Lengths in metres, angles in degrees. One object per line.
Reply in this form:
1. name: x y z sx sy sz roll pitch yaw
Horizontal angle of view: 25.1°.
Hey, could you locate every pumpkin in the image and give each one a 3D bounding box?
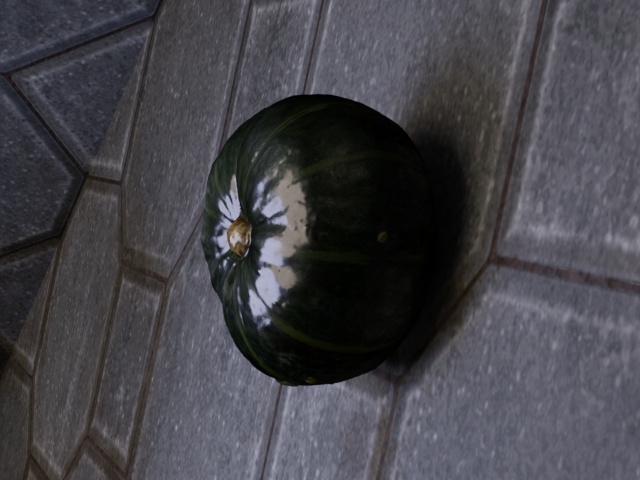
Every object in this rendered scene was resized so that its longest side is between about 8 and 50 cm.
1. pumpkin: 0.000 0.000 1.478 0.300 0.207 0.300 -7 81 57
